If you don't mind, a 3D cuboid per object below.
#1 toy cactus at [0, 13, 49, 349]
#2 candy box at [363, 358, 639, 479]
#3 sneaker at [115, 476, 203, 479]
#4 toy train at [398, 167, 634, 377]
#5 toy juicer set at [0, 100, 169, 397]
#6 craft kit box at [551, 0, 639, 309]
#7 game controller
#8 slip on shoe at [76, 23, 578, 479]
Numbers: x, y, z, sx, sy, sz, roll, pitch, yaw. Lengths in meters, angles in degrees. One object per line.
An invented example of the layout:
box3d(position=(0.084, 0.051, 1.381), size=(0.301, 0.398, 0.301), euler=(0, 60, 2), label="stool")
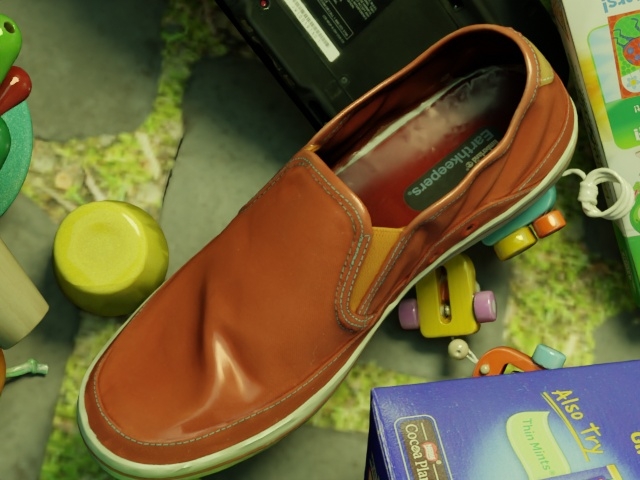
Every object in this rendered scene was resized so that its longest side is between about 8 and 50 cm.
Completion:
box3d(position=(-0.221, -0.016, 0.773), size=(0.219, 0.112, 0.180), euler=(-44, 106, -9), label="toy cactus")
box3d(position=(0.200, 0.192, 0.748), size=(0.317, 0.122, 0.268), euler=(-5, 44, -7), label="candy box")
box3d(position=(-0.177, 0.214, 0.766), size=(0.295, 0.109, 0.123), euler=(-31, 61, -19), label="sneaker")
box3d(position=(0.119, 0.028, 0.873), size=(0.125, 0.046, 0.166), euler=(22, 96, 17), label="toy train")
box3d(position=(-0.264, -0.036, 0.856), size=(0.209, 0.089, 0.329), euler=(-44, 88, -6), label="toy juicer set")
box3d(position=(0.273, -0.107, 0.855), size=(0.250, 0.061, 0.246), euler=(-17, 102, 4), label="craft kit box")
box3d(position=(0.022, -0.163, 0.874), size=(0.166, 0.067, 0.319), euler=(-43, 111, -10), label="game controller")
box3d(position=(0.000, 0.000, 0.792), size=(0.331, 0.101, 0.123), euler=(-39, 58, -8), label="slip on shoe")
